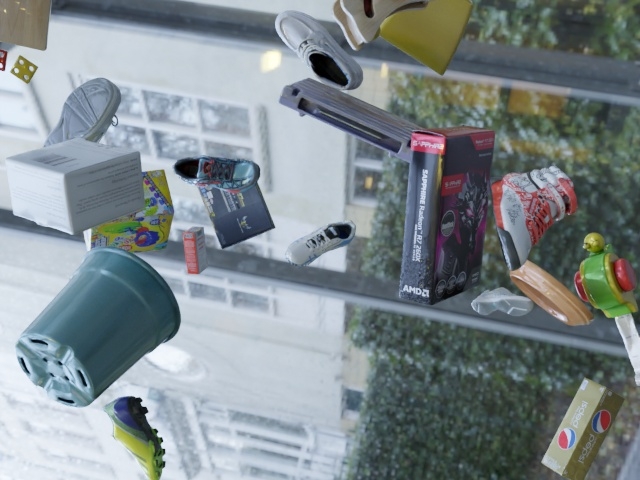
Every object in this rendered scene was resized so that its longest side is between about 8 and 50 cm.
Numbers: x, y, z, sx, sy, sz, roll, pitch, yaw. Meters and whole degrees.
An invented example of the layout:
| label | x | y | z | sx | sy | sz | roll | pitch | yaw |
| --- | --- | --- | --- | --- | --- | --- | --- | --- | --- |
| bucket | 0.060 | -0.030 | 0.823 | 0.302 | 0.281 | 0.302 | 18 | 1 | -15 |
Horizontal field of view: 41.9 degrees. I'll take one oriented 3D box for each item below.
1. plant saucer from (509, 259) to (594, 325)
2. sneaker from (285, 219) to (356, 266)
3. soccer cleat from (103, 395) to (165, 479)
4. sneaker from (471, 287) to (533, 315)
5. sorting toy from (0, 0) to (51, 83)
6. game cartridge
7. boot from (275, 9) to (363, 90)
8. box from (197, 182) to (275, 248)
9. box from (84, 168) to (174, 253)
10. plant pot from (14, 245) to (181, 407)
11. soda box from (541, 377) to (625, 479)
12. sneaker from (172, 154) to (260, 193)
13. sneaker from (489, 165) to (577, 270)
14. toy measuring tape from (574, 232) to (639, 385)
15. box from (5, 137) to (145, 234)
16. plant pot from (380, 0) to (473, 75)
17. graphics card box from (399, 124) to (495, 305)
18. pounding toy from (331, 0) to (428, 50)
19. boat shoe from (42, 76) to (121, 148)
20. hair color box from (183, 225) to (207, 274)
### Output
| label | x | y | z | sx | sy | sz | roll | pitch | yaw |
| --- | --- | --- | --- | --- | --- | --- | --- | --- | --- |
| plant saucer | 0.450 | 0.106 | 1.660 | 0.037 | 0.200 | 0.200 | -50 | -11 | -1 |
| sneaker | 0.000 | 0.000 | 2.325 | 0.237 | 0.085 | 0.086 | -25 | -25 | -35 |
| soccer cleat | -0.530 | 0.568 | 2.391 | 0.093 | 0.121 | 0.289 | -81 | -23 | -65 |
| sneaker | 0.407 | 0.129 | 1.851 | 0.061 | 0.152 | 0.053 | -47 | -61 | -32 |
| sorting toy | -0.650 | -0.484 | 1.814 | 0.046 | 0.132 | 0.274 | -88 | 10 | -70 |
| game cartridge | 0.092 | -0.289 | 2.004 | 0.068 | 0.355 | 0.230 | -67 | -7 | 16 |
| boot | -0.011 | -0.448 | 1.960 | 0.095 | 0.258 | 0.123 | -52 | -2 | 19 |
| box | -0.271 | -0.111 | 2.681 | 0.059 | 0.184 | 0.232 | -16 | -95 | -80 |
| box | -0.674 | -0.088 | 2.900 | 0.290 | 0.279 | 0.176 | 119 | 138 | -60 |
| plant pot | -0.608 | 0.248 | 2.246 | 0.334 | 0.341 | 0.341 | -53 | -26 | -46 |
| soda box | 0.485 | 0.351 | 1.545 | 0.181 | 0.061 | 0.058 | -62 | 28 | -2 |
| sneaker | -0.304 | -0.192 | 2.400 | 0.125 | 0.262 | 0.104 | 12 | -100 | -74 |
| sneaker | 0.380 | -0.050 | 1.468 | 0.270 | 0.145 | 0.090 | -78 | -27 | -59 |
| toy measuring tape | 0.601 | 0.142 | 1.708 | 0.121 | 0.122 | 0.329 | 34 | -140 | -81 |
| box | -0.462 | -0.108 | 1.586 | 0.182 | 0.181 | 0.119 | -28 | -55 | -48 |
| plant pot | 0.280 | -0.589 | 2.173 | 0.187 | 0.212 | 0.212 | -53 | 16 | 26 |
| graphics card box | 0.280 | -0.061 | 1.840 | 0.233 | 0.094 | 0.370 | -14 | -68 | -52 |
| pounding toy | 0.135 | -0.495 | 1.690 | 0.269 | 0.154 | 0.155 | -54 | 11 | -11 |
| boat shoe | -0.590 | -0.287 | 2.111 | 0.320 | 0.118 | 0.103 | -47 | -18 | 31 |
| hair color box | -0.401 | 0.031 | 2.690 | 0.072 | 0.043 | 0.141 | -44 | -46 | -65 |
